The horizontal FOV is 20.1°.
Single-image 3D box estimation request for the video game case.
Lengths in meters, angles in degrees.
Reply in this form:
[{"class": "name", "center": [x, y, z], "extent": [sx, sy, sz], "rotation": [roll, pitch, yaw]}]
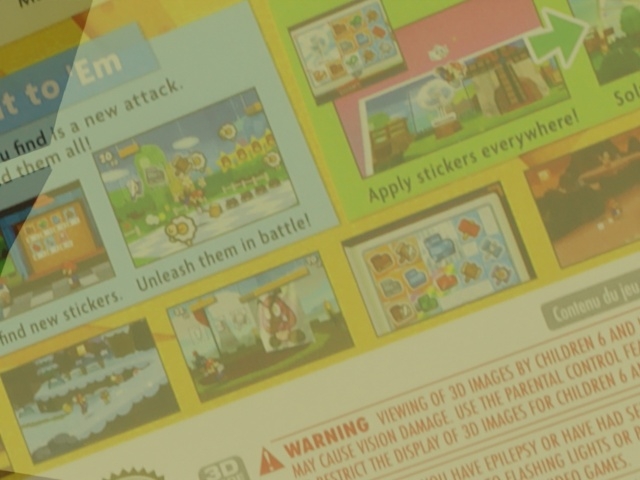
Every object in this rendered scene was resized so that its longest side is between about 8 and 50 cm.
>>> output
[{"class": "video game case", "center": [0.000, 0.000, 0.347], "extent": [0.227, 0.026, 0.206], "rotation": [-21, 90, 12]}]
